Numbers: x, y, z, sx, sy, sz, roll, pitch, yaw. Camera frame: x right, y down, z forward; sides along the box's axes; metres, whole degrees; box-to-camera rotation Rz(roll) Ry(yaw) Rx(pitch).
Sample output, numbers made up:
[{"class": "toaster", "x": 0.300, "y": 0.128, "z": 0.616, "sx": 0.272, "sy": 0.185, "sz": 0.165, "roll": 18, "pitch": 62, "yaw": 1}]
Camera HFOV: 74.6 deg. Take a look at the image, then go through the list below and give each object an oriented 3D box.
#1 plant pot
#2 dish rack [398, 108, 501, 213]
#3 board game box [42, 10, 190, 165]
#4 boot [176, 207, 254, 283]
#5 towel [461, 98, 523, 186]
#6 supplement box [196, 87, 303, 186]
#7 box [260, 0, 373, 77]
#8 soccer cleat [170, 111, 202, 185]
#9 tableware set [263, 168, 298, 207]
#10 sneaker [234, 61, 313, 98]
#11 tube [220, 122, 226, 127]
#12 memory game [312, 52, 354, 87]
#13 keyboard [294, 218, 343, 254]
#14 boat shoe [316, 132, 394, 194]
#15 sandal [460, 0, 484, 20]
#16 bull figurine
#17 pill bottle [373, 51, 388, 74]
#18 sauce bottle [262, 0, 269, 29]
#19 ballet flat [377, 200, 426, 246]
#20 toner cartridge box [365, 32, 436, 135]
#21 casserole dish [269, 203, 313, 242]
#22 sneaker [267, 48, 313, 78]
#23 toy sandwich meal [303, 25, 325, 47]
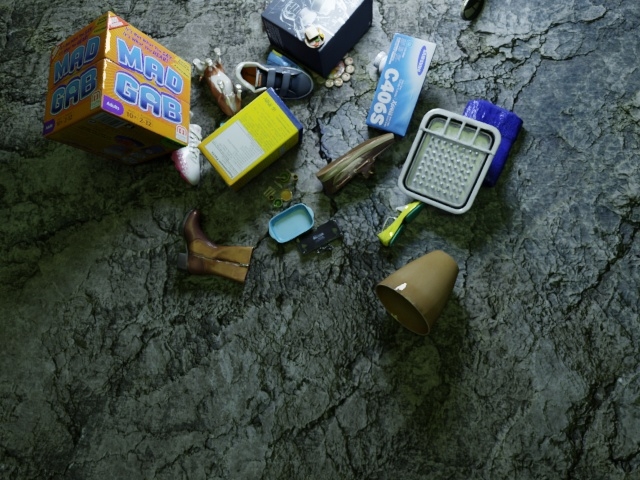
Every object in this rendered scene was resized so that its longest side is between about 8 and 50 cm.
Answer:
[{"class": "plant pot", "x": 0.364, "y": 0.160, "z": 1.482, "sx": 0.254, "sy": 0.237, "sz": 0.237, "roll": -42, "pitch": 78, "yaw": -19}, {"class": "dish rack", "x": 0.469, "y": -0.288, "z": 1.552, "sx": 0.285, "sy": 0.072, "sz": 0.333, "roll": 24, "pitch": 99, "yaw": 15}, {"class": "board game box", "x": -0.750, "y": -0.534, "z": 1.579, "sx": 0.356, "sy": 0.356, "sz": 0.357, "roll": -9, "pitch": 77, "yaw": 30}, {"class": "boot", "x": -0.400, "y": 0.016, "z": 1.630, "sx": 0.280, "sy": 0.096, "sz": 0.264, "roll": 7, "pitch": 79, "yaw": 6}, {"class": "towel", "x": 0.625, "y": -0.381, "z": 1.619, "sx": 0.227, "sy": 0.076, "sz": 0.308, "roll": 25, "pitch": 82, "yaw": 10}, {"class": "supplement box", "x": -0.263, "y": -0.379, "z": 1.626, "sx": 0.356, "sy": 0.195, "sz": 0.194, "roll": -39, "pitch": 92, "yaw": -3}, {"class": "box", "x": -0.006, "y": -0.914, "z": 1.724, "sx": 0.312, "sy": 0.179, "sz": 0.343, "roll": 37, "pitch": 84, "yaw": 13}, {"class": "soccer cleat", "x": -0.538, "y": -0.388, "z": 1.707, "sx": 0.143, "sy": 0.116, "sz": 0.331, "roll": -25, "pitch": 77, "yaw": 8}, {"class": "tableware set", "x": -0.151, "y": -0.211, "z": 1.687, "sx": 0.104, "sy": 0.024, "sz": 0.154, "roll": 42, "pitch": 85, "yaw": 11}, {"class": "sneaker", "x": -0.192, "y": -0.643, "z": 1.697, "sx": 0.320, "sy": 0.127, "sz": 0.126, "roll": 9, "pitch": 115, "yaw": 0}, {"class": "tube", "x": -0.308, "y": -0.458, "z": 1.742, "sx": 0.207, "sy": 0.052, "sz": 0.080, "roll": 1, "pitch": 90, "yaw": 0}, {"class": "memory game", "x": 0.052, "y": -0.730, "z": 1.774, "sx": 0.186, "sy": 0.012, "sz": 0.186, "roll": -1, "pitch": 78, "yaw": 6}, {"class": "keyboard", "x": 0.000, "y": 0.000, "z": 1.633, "sx": 0.180, "sy": 0.023, "sz": 0.108, "roll": -27, "pitch": 71, "yaw": 1}, {"class": "boat shoe", "x": 0.153, "y": -0.296, "z": 1.642, "sx": 0.342, "sy": 0.123, "sz": 0.123, "roll": -33, "pitch": 108, "yaw": -7}, {"class": "sandal", "x": 0.633, "y": -1.044, "z": 1.744, "sx": 0.086, "sy": 0.120, "sz": 0.303, "roll": 12, "pitch": 77, "yaw": 36}, {"class": "bull figurine", "x": -0.421, "y": -0.659, "z": 1.731, "sx": 0.101, "sy": 0.188, "sz": 0.310, "roll": -33, "pitch": 84, "yaw": -19}, {"class": "pill bottle", "x": 0.296, "y": -0.693, "z": 1.706, "sx": 0.160, "sy": 0.087, "sz": 0.087, "roll": 42, "pitch": 85, "yaw": 11}, {"class": "sauce bottle", "x": -0.234, "y": -0.988, "z": 1.838, "sx": 0.042, "sy": 0.042, "sz": 0.128, "roll": -4, "pitch": 76, "yaw": 5}, {"class": "ballet flat", "x": 0.302, "y": -0.081, "z": 1.596, "sx": 0.077, "sy": 0.077, "sz": 0.231, "roll": 38, "pitch": 86, "yaw": 25}, {"class": "toner cartridge box", "x": 0.308, "y": -0.595, "z": 1.627, "sx": 0.165, "sy": 0.075, "sz": 0.348, "roll": 19, "pitch": 105, "yaw": 8}, {"class": "casserole dish", "x": -0.112, "y": -0.065, "z": 1.648, "sx": 0.188, "sy": 0.037, "sz": 0.114, "roll": -29, "pitch": 78, "yaw": 0}, {"class": "sneaker", "x": -0.131, "y": -0.720, "z": 1.771, "sx": 0.209, "sy": 0.069, "sz": 0.082, "roll": 32, "pitch": 114, "yaw": 3}, {"class": "toy sandwich meal", "x": -0.023, "y": -0.770, "z": 1.585, "sx": 0.085, "sy": 0.029, "sz": 0.086, "roll": -1, "pitch": 78, "yaw": 7}]
